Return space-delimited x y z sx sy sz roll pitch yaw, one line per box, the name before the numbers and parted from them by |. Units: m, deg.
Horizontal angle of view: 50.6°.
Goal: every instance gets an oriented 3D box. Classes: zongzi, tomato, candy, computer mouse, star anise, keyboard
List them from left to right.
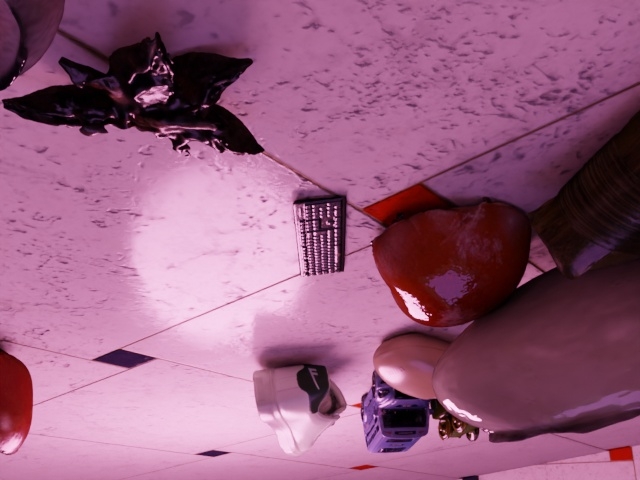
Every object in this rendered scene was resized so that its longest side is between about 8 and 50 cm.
tomato | -0.550 0.238 1.089 0.233 0.140 0.200 22 156 27
star anise | -0.130 -0.120 0.547 0.212 0.054 0.157 16 148 -30
keyboard | 0.000 0.000 0.843 0.063 0.010 0.198 -6 153 -1
computer mouse | 0.206 0.239 1.234 0.236 0.082 0.145 26 141 -33
tomato | 0.177 0.045 0.850 0.199 0.112 0.228 -21 151 25
candy | 0.344 0.119 0.863 0.426 0.186 0.386 -24 173 9
zongzi | 0.375 -0.070 0.689 0.241 0.111 0.248 -10 152 -30

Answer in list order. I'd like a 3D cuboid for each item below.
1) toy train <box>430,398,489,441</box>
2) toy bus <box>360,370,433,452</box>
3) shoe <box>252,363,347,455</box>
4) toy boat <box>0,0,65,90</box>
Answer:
toy train | 0.304 0.325 1.379 0.090 0.137 0.225 8 146 -20
toy bus | 0.161 0.370 1.442 0.125 0.133 0.292 -1 153 -5
shoe | -0.023 0.341 1.380 0.160 0.132 0.363 -12 148 3
toy boat | -0.266 -0.167 0.434 0.227 0.085 0.155 -2 146 22
